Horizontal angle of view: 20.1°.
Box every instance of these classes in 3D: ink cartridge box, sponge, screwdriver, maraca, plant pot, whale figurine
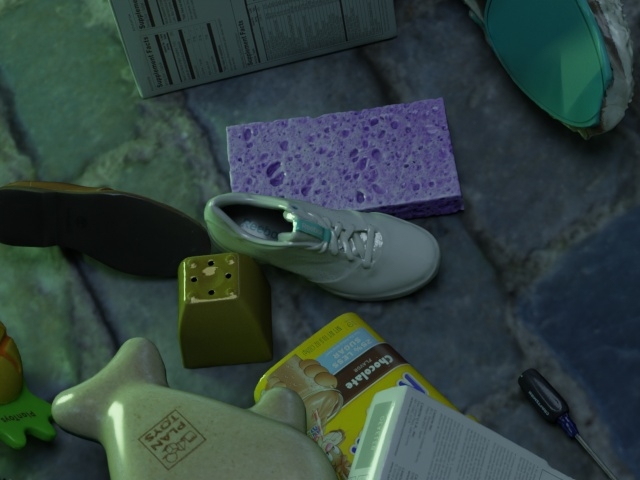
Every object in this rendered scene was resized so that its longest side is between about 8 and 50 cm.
[{"bbox_3d":[0.115,0.240,1.395,0.225,0.056,0.181,31,63,-25],"label":"ink cartridge box"},{"bbox_3d":[0.021,-0.066,1.676,0.210,0.031,0.117,-8,56,3],"label":"sponge"},{"bbox_3d":[0.218,0.174,1.498,0.025,0.024,0.170,-42,63,15],"label":"screwdriver"},{"bbox_3d":[-0.304,0.114,1.558,0.186,0.099,0.127,41,26,20],"label":"maraca"},{"bbox_3d":[-0.088,0.053,1.580,0.081,0.083,0.081,-6,55,4],"label":"plant pot"},{"bbox_3d":[-0.097,0.200,1.449,0.216,0.141,0.272,-40,58,-17],"label":"whale figurine"}]

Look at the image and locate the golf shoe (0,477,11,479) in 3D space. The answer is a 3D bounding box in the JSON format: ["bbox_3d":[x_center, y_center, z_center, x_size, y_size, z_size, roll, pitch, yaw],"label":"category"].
[{"bbox_3d":[-0.237,0.255,1.476,0.186,0.067,0.086,25,63,23],"label":"golf shoe"}]

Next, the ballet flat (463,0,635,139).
[{"bbox_3d":[0.200,-0.265,1.731,0.147,0.147,0.409,-29,58,-11],"label":"ballet flat"}]

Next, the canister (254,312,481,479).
[{"bbox_3d":[0.041,0.152,1.502,0.126,0.073,0.170,-37,58,-17],"label":"canister"}]

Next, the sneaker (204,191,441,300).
[{"bbox_3d":[0.000,0.000,1.580,0.212,0.094,0.080,10,78,5],"label":"sneaker"}]

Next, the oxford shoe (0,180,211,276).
[{"bbox_3d":[-0.199,-0.022,1.660,0.212,0.076,0.076,13,20,5],"label":"oxford shoe"}]

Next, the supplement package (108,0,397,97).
[{"bbox_3d":[-0.081,-0.299,1.744,0.263,0.198,0.199,-14,56,-1],"label":"supplement package"}]
